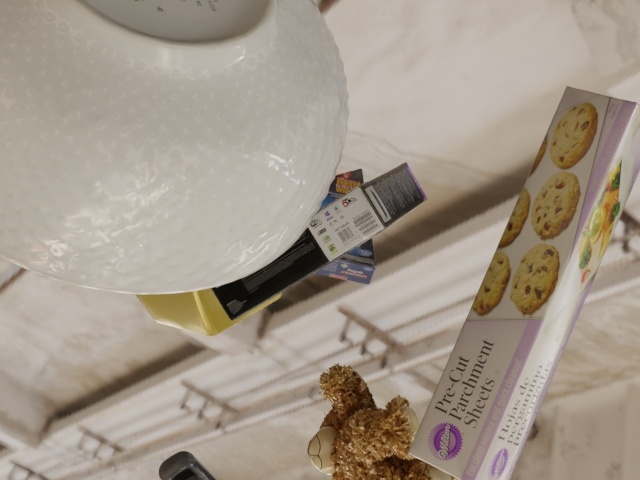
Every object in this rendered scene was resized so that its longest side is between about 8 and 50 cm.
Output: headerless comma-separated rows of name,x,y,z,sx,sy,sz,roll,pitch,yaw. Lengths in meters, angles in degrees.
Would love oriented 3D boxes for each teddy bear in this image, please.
teddy bear,0.070,0.300,1.397,0.113,0.245,0.338,-32,-157,-20

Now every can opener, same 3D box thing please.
can opener,-0.093,0.329,1.202,0.095,0.283,0.076,-33,-132,-4

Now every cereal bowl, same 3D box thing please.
cereal bowl,-0.128,-0.138,0.695,0.141,0.338,0.339,118,-12,-46

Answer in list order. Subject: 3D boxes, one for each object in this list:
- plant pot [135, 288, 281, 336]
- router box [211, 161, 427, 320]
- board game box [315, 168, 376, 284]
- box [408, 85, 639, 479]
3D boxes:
plant pot,-0.170,0.017,1.431,0.212,0.187,0.212,9,-151,44
router box,0.000,0.000,0.910,0.178,0.046,0.133,-32,179,25
board game box,0.005,-0.039,1.654,0.060,0.194,0.194,106,-4,-55
box,0.171,0.038,0.788,0.067,0.063,0.324,22,-94,37
